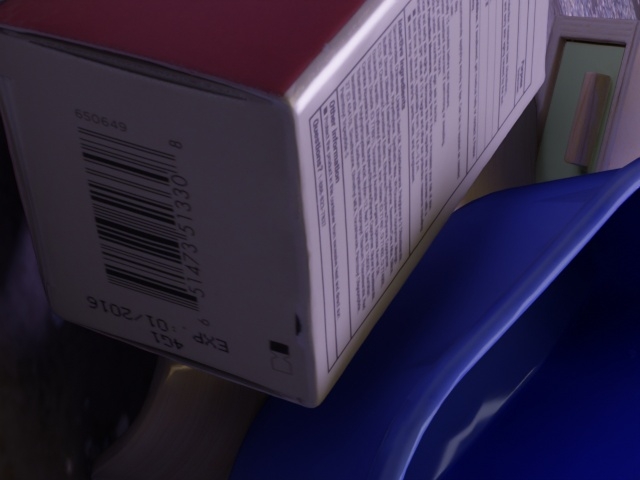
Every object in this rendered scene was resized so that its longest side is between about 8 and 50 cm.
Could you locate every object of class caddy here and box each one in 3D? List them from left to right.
[{"bbox_3d":[0.124,0.108,0.668,0.341,0.179,0.241,-44,112,-27],"label":"caddy"}]

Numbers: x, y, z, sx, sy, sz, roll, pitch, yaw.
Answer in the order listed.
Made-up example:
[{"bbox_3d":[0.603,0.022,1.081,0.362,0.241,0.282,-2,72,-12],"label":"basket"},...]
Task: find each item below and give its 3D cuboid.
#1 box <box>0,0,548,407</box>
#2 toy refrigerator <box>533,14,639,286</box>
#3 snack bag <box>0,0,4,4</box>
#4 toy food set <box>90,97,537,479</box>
[{"bbox_3d":[-0.007,-0.074,0.620,0.232,0.127,0.148,-53,150,-41],"label":"box"},{"bbox_3d":[0.152,0.017,0.851,0.102,0.094,0.269,-151,-107,-69],"label":"toy refrigerator"},{"bbox_3d":[-0.055,-0.252,0.627,0.342,0.037,0.323,-67,178,-56],"label":"snack bag"},{"bbox_3d":[0.000,0.000,0.788,0.220,0.092,0.306,23,60,-33],"label":"toy food set"}]
